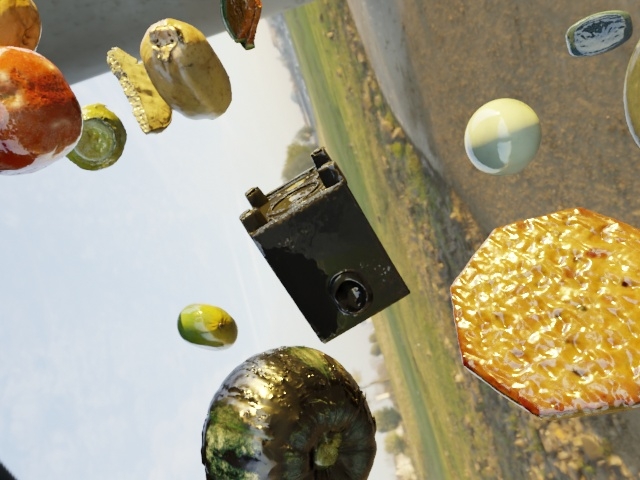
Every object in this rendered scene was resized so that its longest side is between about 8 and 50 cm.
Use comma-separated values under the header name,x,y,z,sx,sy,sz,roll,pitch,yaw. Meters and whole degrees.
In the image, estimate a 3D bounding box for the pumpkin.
name,x,y,z,sx,sy,sz,roll,pitch,yaw
pumpkin,-0.037,0.246,0.689,0.233,0.163,0.233,3,-95,-44

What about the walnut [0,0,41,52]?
name,x,y,z,sx,sy,sz,roll,pitch,yaw
walnut,-0.648,-0.417,1.101,0.159,0.159,0.206,63,-146,-70

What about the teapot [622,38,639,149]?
name,x,y,z,sx,sy,sz,roll,pitch,yaw
teapot,0.520,-0.132,0.607,0.223,0.285,0.305,-13,84,60

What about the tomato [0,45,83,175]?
name,x,y,z,sx,sy,sz,roll,pitch,yaw
tomato,-0.526,-0.225,0.958,0.188,0.232,0.232,-15,-94,-51

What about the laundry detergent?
name,x,y,z,sx,sy,sz,roll,pitch,yaw
laundry detergent,0.696,-0.518,1.395,0.094,0.143,0.290,69,-155,-9

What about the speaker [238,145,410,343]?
name,x,y,z,sx,sy,sz,roll,pitch,yaw
speaker,0.000,0.000,0.951,0.254,0.184,0.232,58,-176,-18

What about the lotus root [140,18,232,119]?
name,x,y,z,sx,sy,sz,roll,pitch,yaw
lotus root,-0.288,-0.359,1.216,0.146,0.160,0.284,-64,-19,-13

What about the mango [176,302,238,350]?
name,x,y,z,sx,sy,sz,roll,pitch,yaw
mango,-0.224,0.174,1.098,0.191,0.122,0.085,120,161,-73

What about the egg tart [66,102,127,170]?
name,x,y,z,sx,sy,sz,roll,pitch,yaw
egg tart,-0.644,-0.290,1.565,0.078,0.197,0.197,35,149,57

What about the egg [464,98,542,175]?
name,x,y,z,sx,sy,sz,roll,pitch,yaw
egg,0.457,-0.253,1.387,0.264,0.183,0.183,37,-145,-74

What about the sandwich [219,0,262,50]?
name,x,y,z,sx,sy,sz,roll,pitch,yaw
sandwich,-0.102,-0.297,0.691,0.069,0.026,0.101,55,152,17

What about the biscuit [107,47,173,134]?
name,x,y,z,sx,sy,sz,roll,pitch,yaw
biscuit,-0.435,-0.373,1.373,0.141,0.038,0.290,-1,-124,-57

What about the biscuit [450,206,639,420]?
name,x,y,z,sx,sy,sz,roll,pitch,yaw
biscuit,0.377,0.104,0.854,0.046,0.359,0.359,52,-163,-48
